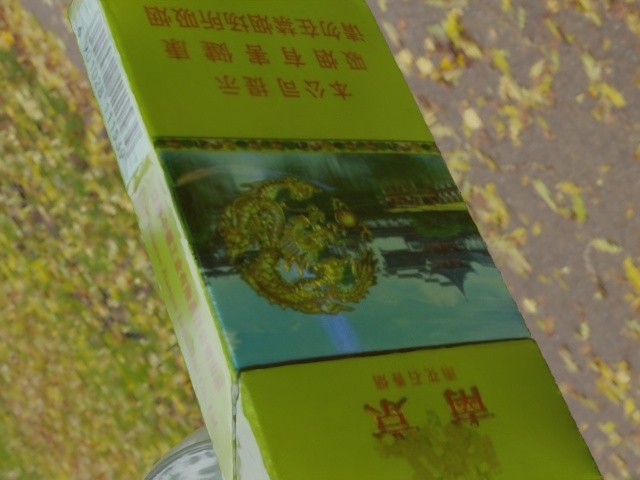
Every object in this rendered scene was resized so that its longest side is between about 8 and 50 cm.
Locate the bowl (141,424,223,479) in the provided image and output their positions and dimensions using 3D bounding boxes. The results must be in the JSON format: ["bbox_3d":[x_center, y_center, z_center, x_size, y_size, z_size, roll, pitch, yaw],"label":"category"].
[{"bbox_3d":[-0.049,0.273,0.989,0.354,0.354,0.185,31,169,43],"label":"bowl"}]

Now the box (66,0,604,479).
[{"bbox_3d":[0.000,0.000,0.639,0.047,0.187,0.335,-50,53,43],"label":"box"}]
